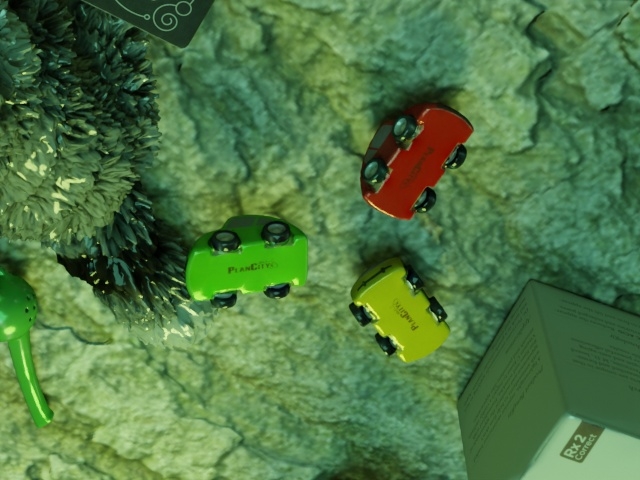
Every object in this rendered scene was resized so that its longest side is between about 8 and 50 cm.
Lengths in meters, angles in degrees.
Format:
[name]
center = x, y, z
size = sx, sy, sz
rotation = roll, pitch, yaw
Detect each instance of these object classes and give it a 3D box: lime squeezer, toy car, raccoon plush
[lime squeezer]
center = -0.301, 0.037, 1.179
size = 0.110, 0.059, 0.310
rotation = -16, 129, 45
[toy car]
center = 0.000, 0.000, 1.130
size = 0.225, 0.053, 0.239
rotation = -8, 124, -15
[raccoon plush]
center = -0.183, -0.035, 0.979
size = 0.216, 0.299, 0.446
rotation = -34, 118, 18

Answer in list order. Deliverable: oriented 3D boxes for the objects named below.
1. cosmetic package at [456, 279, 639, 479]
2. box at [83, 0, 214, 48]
[cosmetic package]
center = 0.217, 0.159, 1.184
size = 0.151, 0.184, 0.151
rotation = 19, 121, -13
[box]
center = -0.161, -0.260, 0.914
size = 0.247, 0.163, 0.142
rotation = 26, 120, -17
